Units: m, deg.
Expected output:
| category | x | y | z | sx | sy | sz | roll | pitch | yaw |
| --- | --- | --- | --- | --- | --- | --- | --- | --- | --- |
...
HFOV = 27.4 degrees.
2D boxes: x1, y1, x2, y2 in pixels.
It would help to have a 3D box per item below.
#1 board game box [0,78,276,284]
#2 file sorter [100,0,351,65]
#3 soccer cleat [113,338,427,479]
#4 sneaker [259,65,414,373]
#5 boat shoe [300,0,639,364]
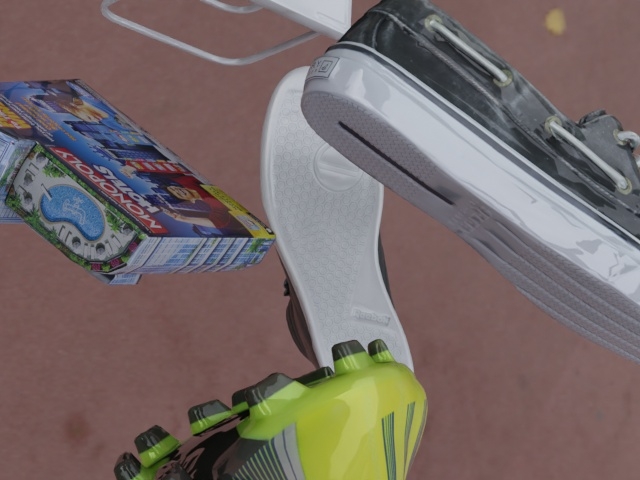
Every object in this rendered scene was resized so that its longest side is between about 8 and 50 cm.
| category | x | y | z | sx | sy | sz | roll | pitch | yaw |
| --- | --- | --- | --- | --- | --- | --- | --- | --- | --- |
| board game box | -0.155 | -0.034 | 0.793 | 0.060 | 0.194 | 0.194 | -59 | 156 | 16 |
| file sorter | -0.090 | -0.330 | 1.268 | 0.193 | 0.173 | 0.278 | 17 | 68 | -39 |
| soccer cleat | -0.015 | 0.112 | 0.423 | 0.121 | 0.093 | 0.289 | 63 | 17 | -1 |
| sneaker | 0.000 | 0.000 | 1.135 | 0.104 | 0.147 | 0.296 | -14 | 97 | -11 |
| boat shoe | 0.150 | -0.037 | 0.824 | 0.335 | 0.121 | 0.119 | 38 | 74 | -7 |
